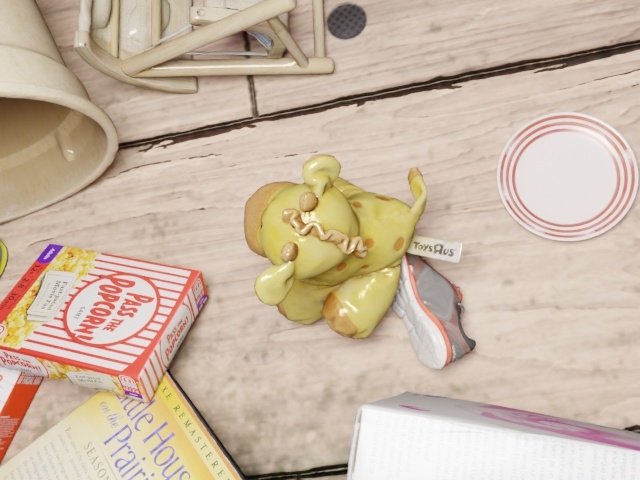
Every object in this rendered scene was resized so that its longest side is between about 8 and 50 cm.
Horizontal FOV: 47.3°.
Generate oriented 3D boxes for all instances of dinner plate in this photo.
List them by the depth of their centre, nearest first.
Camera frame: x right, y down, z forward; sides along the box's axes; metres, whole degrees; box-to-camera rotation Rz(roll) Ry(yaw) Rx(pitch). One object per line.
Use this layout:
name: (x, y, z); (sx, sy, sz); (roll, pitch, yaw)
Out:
dinner plate: (0.258, -0.067, 0.768); (0.141, 0.017, 0.141); (-2, 77, 9)

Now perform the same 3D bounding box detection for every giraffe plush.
giraffe plush: (0.000, 0.000, 0.688); (0.210, 0.170, 0.181); (-10, 76, 37)

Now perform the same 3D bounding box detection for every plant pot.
plant pot: (-0.416, -0.200, 0.751); (0.334, 0.334, 0.305); (-21, 78, 5)

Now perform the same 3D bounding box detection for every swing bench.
swing bench: (-0.130, -0.316, 0.826); (0.255, 0.165, 0.253); (-5, 77, 15)

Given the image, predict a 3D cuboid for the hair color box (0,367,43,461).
hair color box: (-0.376, 0.170, 0.817); (0.093, 0.053, 0.167); (24, 84, 16)

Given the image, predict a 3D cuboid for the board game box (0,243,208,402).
board game box: (-0.238, 0.081, 0.773); (0.194, 0.045, 0.146); (9, 45, 15)

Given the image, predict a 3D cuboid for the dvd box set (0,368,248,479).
dvd box set: (-0.248, 0.322, 0.638); (0.420, 0.062, 0.308); (-38, 43, -14)

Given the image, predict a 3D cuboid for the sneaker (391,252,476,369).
sneaker: (0.111, 0.056, 0.758); (0.065, 0.061, 0.158); (-12, 68, -23)

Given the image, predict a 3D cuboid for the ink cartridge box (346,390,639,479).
ink cartridge box: (0.207, 0.175, 0.563); (0.330, 0.324, 0.071); (6, 81, 12)

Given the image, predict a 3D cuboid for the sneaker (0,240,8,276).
sneaker: (-0.432, 0.083, 0.833); (0.069, 0.082, 0.209); (17, 83, 12)
